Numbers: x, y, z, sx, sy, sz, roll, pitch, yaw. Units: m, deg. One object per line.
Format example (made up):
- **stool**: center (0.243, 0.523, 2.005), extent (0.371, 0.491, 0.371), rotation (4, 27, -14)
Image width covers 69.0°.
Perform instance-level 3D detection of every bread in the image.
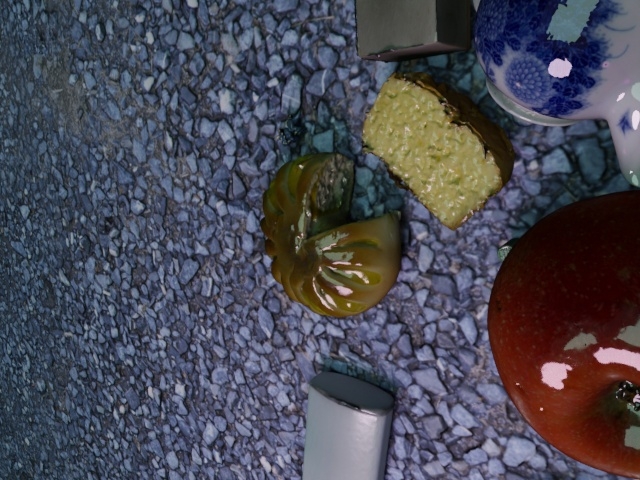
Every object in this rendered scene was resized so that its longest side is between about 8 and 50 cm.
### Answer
- **bread**: center (0.000, 0.000, 0.925), extent (0.333, 0.160, 0.333), rotation (9, 106, 34)
- **bread**: center (0.203, -0.156, 0.767), extent (0.260, 0.147, 0.160), rotation (46, 130, 22)

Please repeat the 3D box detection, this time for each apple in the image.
- **apple**: center (0.390, 0.117, 0.594), extent (0.348, 0.277, 0.348), rotation (17, 130, 22)

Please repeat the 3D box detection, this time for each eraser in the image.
- **eraser**: center (0.054, 0.451, 1.024), extent (0.189, 0.104, 0.290), rotation (13, 108, 27)

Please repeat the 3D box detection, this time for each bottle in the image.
- **bottle**: center (0.314, 0.015, 0.761), extent (0.030, 0.083, 0.030), rotation (8, 104, 33)

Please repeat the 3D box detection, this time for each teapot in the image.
- **teapot**: center (0.324, -0.258, 0.619), extent (0.280, 0.252, 0.424), rotation (96, 154, -60)

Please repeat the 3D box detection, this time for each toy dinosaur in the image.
- **toy dinosaur**: center (-0.063, -0.237, 0.991), extent (0.083, 0.030, 0.047), rotation (-44, 78, 32)

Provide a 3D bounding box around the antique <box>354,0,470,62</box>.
- **antique**: center (0.149, -0.369, 0.744), extent (0.152, 0.148, 0.146), rotation (8, 109, 41)
